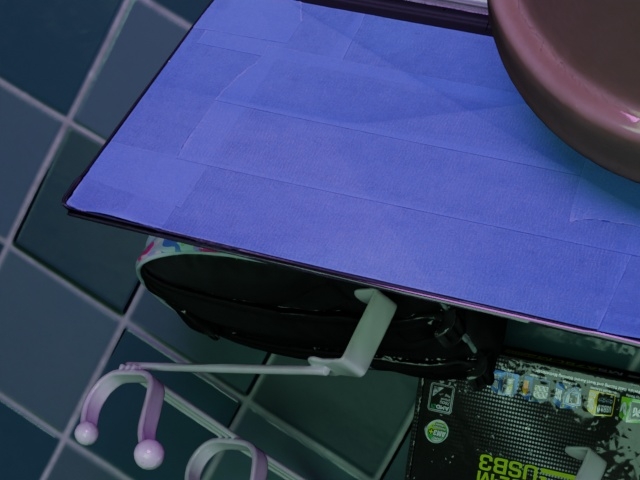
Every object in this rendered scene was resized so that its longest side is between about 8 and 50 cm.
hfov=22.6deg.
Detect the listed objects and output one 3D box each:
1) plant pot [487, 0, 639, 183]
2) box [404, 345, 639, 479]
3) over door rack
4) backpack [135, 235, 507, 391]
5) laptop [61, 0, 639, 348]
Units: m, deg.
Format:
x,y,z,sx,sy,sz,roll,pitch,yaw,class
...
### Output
x,y,z,sx,sy,sz,roll,pitch,yaw,class
0.203,-0.180,0.775,0.263,0.229,0.263,-4,68,9,plant pot
0.162,0.179,1.248,0.190,0.045,0.184,12,100,16,box
-0.002,0.163,1.150,0.239,0.108,0.324,37,145,-29,over door rack
0.000,0.000,1.173,0.253,0.225,0.191,0,68,20,backpack
0.097,-0.185,0.933,0.382,0.236,0.408,13,100,16,laptop
